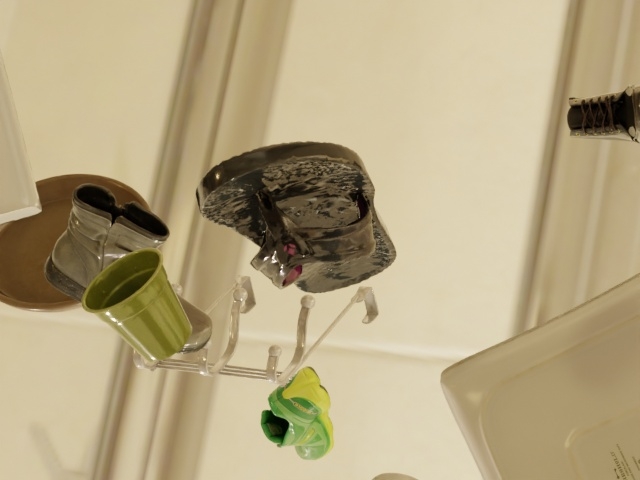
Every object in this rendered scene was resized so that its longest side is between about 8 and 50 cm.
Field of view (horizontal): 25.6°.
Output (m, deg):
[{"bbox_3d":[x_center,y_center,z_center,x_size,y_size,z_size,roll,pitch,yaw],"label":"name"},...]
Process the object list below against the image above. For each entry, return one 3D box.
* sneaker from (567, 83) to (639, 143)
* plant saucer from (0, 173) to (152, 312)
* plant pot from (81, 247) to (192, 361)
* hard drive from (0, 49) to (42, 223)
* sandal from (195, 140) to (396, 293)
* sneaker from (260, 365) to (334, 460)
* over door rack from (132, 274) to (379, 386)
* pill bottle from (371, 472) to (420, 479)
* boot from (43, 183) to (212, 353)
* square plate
[{"bbox_3d":[0.391,-0.163,1.883,0.118,0.083,0.222,-1,178,8],"label":"sneaker"},{"bbox_3d":[-0.381,0.008,2.093,0.278,0.278,0.041,9,137,15],"label":"plant saucer"},{"bbox_3d":[-0.154,0.063,1.243,0.083,0.083,0.079,1,133,48],"label":"plant pot"},{"bbox_3d":[-0.441,-0.150,1.539,0.203,0.307,0.040,-15,168,-6],"label":"hard drive"},{"bbox_3d":[0.003,-0.001,1.552,0.167,0.107,0.446,-23,159,11],"label":"sandal"},{"bbox_3d":[-0.047,0.312,2.486,0.123,0.109,0.295,-23,151,-9],"label":"sneaker"},{"bbox_3d":[-0.092,0.107,2.051,0.239,0.108,0.324,5,-162,27],"label":"over door rack"},{"bbox_3d":[0.090,0.522,2.228,0.169,0.301,0.169,14,137,14],"label":"pill bottle"},{"bbox_3d":[-0.228,0.039,1.798,0.246,0.083,0.161,29,131,-8],"label":"boot"},{"bbox_3d":[0.315,0.223,1.423,0.344,0.347,0.049,-30,162,27],"label":"square plate"}]
